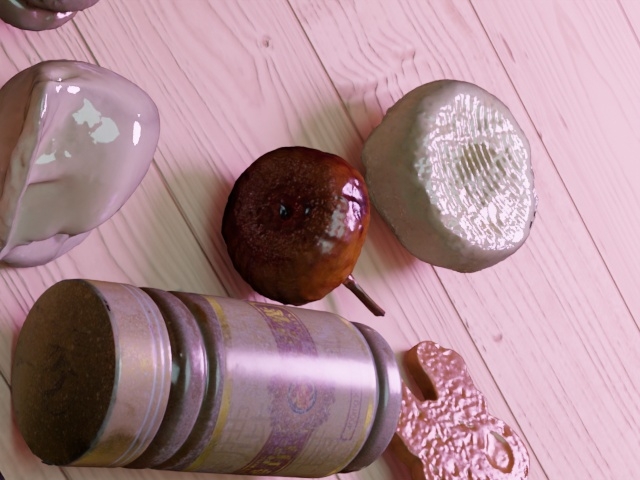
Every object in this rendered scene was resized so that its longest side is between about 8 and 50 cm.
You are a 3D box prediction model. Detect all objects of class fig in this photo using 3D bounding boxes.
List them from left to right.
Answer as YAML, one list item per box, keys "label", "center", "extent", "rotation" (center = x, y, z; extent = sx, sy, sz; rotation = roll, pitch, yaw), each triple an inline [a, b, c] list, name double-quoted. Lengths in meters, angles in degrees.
- label: "fig"
  center: [0.000, 0.000, 1.703]
  extent: [0.146, 0.133, 0.201]
  rotation: [-59, 148, -2]

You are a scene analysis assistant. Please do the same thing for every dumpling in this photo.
- label: "dumpling"
  center: [-0.210, -0.058, 1.492]
  extent: [0.252, 0.131, 0.179]
  rotation: [-27, 137, -76]

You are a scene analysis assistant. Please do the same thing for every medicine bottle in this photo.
- label: "medicine bottle"
  center: [-0.088, 0.123, 1.546]
  extent: [0.322, 0.151, 0.151]
  rotation: [10, 74, -42]

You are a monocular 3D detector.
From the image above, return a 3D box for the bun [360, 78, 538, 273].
- label: "bun"
  center: [0.126, -0.060, 1.822]
  extent: [0.195, 0.118, 0.195]
  rotation: [13, 69, -36]

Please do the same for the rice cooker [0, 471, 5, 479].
- label: "rice cooker"
  center: [-0.341, 0.208, 1.222]
  extent: [0.267, 0.267, 0.224]
  rotation: [58, 45, -18]

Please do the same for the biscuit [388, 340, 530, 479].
- label: "biscuit"
  center: [0.139, 0.212, 1.784]
  extent: [0.144, 0.040, 0.236]
  rotation: [-29, 83, -35]

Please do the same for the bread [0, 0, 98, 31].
- label: "bread"
  center: [-0.313, -0.298, 1.464]
  extent: [0.337, 0.102, 0.183]
  rotation: [50, 49, -20]
